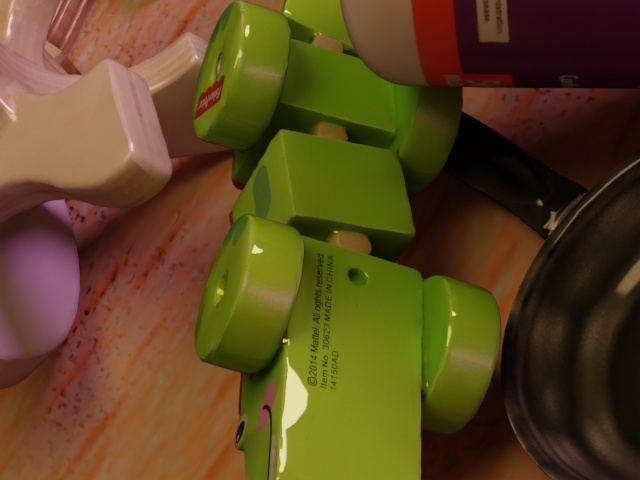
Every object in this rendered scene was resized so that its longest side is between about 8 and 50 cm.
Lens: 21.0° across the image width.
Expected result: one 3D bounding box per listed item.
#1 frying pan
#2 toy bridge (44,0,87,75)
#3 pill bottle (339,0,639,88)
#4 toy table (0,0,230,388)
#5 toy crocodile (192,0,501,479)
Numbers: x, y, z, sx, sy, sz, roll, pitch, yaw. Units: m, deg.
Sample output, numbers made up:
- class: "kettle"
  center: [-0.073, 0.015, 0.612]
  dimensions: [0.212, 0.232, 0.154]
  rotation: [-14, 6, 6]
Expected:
- class: "frying pan"
  center: [0.118, 0.024, 0.732]
  dimensions: [0.326, 0.053, 0.197]
  rotation: [2, 56, 47]
- class: "toy bridge"
  center: [-0.111, -0.174, 1.046]
  dimensions: [0.188, 0.026, 0.063]
  rotation: [-48, 45, -8]
- class: "pill bottle"
  center: [0.173, -0.151, 0.704]
  dimensions: [0.323, 0.181, 0.181]
  rotation: [2, 57, 12]
- class: "toy table"
  center: [-0.161, -0.076, 0.872]
  dimensions: [0.161, 0.252, 0.274]
  rotation: [-42, 55, 22]
- class: "toy crocodile"
  center: [0.000, 0.000, 0.764]
  dimensions: [0.105, 0.115, 0.340]
  rotation: [122, 154, -43]
